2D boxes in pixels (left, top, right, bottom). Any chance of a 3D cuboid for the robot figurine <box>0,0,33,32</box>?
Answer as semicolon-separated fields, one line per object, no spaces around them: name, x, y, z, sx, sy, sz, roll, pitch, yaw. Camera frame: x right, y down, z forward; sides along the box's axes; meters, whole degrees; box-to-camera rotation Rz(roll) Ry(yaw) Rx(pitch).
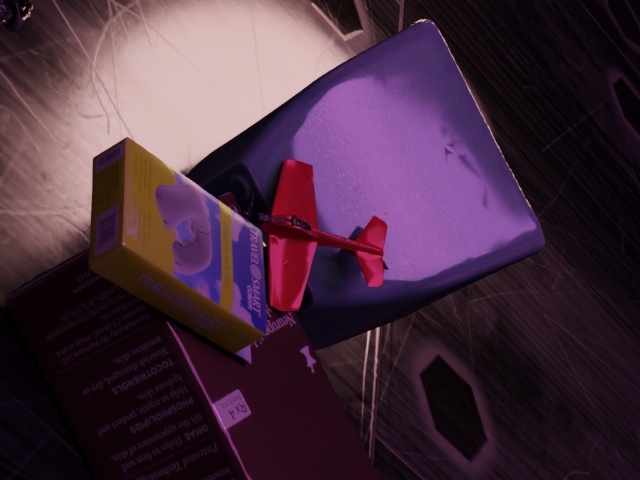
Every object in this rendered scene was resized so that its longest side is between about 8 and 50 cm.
robot figurine;-0.310;-0.282;1.476;0.211;0.085;0.291;53;28;-15

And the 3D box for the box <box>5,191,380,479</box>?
box;-0.078;0.167;1.406;0.381;0.143;0.191;63;27;-1

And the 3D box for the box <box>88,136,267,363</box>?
box;-0.101;0.011;1.320;0.178;0.042;0.109;35;38;-39

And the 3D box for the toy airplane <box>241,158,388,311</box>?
toy airplane;0.000;0.000;1.462;0.151;0.028;0.151;14;60;-26

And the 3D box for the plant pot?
plant pot;0.007;-0.024;1.619;0.252;0.247;0.248;-26;88;-42
